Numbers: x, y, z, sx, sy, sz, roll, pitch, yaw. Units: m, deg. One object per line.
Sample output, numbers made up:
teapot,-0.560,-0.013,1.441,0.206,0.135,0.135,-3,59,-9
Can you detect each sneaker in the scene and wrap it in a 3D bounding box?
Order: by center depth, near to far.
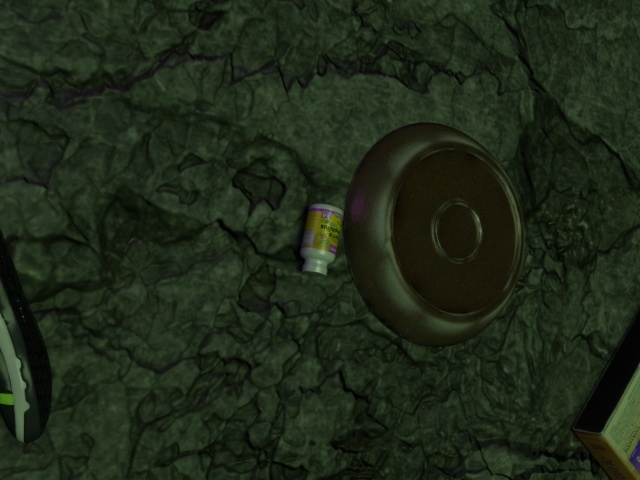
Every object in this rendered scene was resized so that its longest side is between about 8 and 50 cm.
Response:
sneaker,-0.325,0.082,0.711,0.097,0.084,0.234,-17,94,-7

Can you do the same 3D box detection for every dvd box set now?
dvd box set,0.611,0.332,1.256,0.420,0.062,0.307,49,64,-18

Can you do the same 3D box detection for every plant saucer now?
plant saucer,0.174,-0.011,1.028,0.311,0.050,0.310,3,84,-32

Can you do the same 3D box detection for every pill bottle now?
pill bottle,0.000,0.000,0.921,0.043,0.043,0.083,17,77,-29
